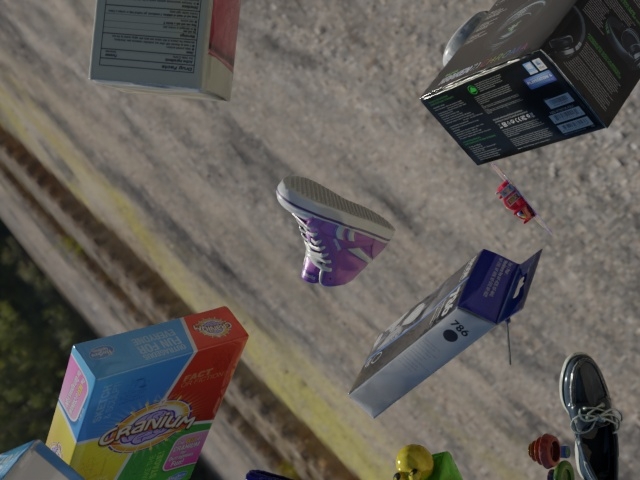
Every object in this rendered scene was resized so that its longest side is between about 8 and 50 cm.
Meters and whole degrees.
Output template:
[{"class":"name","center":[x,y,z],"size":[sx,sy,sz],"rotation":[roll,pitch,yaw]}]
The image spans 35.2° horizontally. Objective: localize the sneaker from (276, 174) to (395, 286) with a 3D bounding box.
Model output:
[{"class":"sneaker","center":[0.001,0.001,1.691],"size":[0.282,0.161,0.102],"rotation":[26,-163,-47]}]

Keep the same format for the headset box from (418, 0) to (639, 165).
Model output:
[{"class":"headset box","center":[0.306,-0.256,1.293],"size":[0.131,0.283,0.246],"rotation":[46,155,-17]}]

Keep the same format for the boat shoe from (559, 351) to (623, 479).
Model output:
[{"class":"boat shoe","center":[0.489,0.328,1.810],"size":[0.079,0.095,0.254],"rotation":[-144,47,-79]}]

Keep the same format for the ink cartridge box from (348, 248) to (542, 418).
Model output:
[{"class":"ink cartridge box","center":[0.181,0.124,1.501],"size":[0.065,0.165,0.332],"rotation":[43,126,-6]}]

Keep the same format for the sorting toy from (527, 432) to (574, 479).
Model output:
[{"class":"sorting toy","center":[0.319,0.310,1.408],"size":[0.042,0.061,0.102],"rotation":[-8,117,39]}]

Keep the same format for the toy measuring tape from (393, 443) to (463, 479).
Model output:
[{"class":"toy measuring tape","center":[0.160,0.375,1.110],"size":[0.330,0.121,0.121],"rotation":[63,164,-9]}]

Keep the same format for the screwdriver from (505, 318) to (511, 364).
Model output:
[{"class":"screwdriver","center":[0.318,0.147,1.704],"size":[0.024,0.025,0.170],"rotation":[37,153,47]}]

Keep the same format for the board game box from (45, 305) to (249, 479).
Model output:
[{"class":"board game box","center":[-0.253,0.246,1.394],"size":[0.064,0.242,0.316],"rotation":[47,131,30]}]

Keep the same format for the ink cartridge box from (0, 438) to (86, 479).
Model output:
[{"class":"ink cartridge box","center":[-0.256,0.306,0.762],"size":[0.198,0.197,0.270],"rotation":[47,138,-16]}]

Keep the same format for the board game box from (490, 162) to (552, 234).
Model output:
[{"class":"board game box","center":[0.344,-0.065,1.792],"size":[0.169,0.033,0.133],"rotation":[48,-174,-20]}]

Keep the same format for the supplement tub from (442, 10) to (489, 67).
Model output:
[{"class":"supplement tub","center":[0.296,-0.264,1.589],"size":[0.190,0.117,0.117],"rotation":[44,164,20]}]

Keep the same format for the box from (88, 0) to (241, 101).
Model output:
[{"class":"box","center":[-0.183,-0.296,1.241],"size":[0.148,0.232,0.127],"rotation":[7,-178,10]}]

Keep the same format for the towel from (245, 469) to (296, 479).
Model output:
[{"class":"towel","center":[-0.035,0.512,1.484],"size":[0.227,0.308,0.076],"rotation":[13,-178,7]}]
